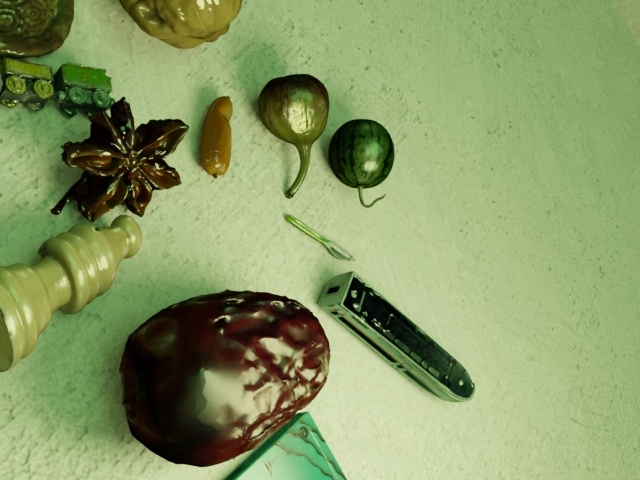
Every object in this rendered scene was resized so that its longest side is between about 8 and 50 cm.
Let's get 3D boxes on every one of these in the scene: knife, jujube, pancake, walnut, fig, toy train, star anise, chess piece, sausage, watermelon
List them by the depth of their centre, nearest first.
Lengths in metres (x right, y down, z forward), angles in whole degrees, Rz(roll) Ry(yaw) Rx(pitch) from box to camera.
[{"bbox_3d":[-0.383,0.056,1.236,0.139,0.124,0.307,57,42,-4],"label":"chess piece"},{"bbox_3d":[-0.148,0.208,1.306,0.377,0.258,0.258,-15,85,-57],"label":"jujube"},{"bbox_3d":[-0.324,-0.136,1.330,0.220,0.190,0.126,-2,36,-42],"label":"star anise"},{"bbox_3d":[-0.513,-0.406,1.333,0.250,0.031,0.250,19,60,-37],"label":"pancake"},{"bbox_3d":[-0.432,-0.250,1.333,0.202,0.060,0.081,3,66,-42],"label":"toy train"},{"bbox_3d":[-0.256,-0.476,1.464,0.257,0.224,0.257,4,79,-20],"label":"walnut"},{"bbox_3d":[-0.194,-0.196,1.536,0.062,0.054,0.183,52,35,-61],"label":"sausage"},{"bbox_3d":[-0.047,-0.207,1.632,0.149,0.149,0.245,-9,94,-44],"label":"fig"},{"bbox_3d":[0.000,0.000,1.665,0.184,0.026,0.022,35,15,-26],"label":"knife"},{"bbox_3d":[0.164,0.218,1.688,0.407,0.088,0.086,41,53,-25],"label":"toy train"},{"bbox_3d":[0.088,-0.162,1.722,0.141,0.141,0.187,12,71,-40],"label":"watermelon"}]

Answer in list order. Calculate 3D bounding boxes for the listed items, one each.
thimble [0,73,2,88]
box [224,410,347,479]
[{"bbox_3d":[-0.549,-0.296,1.130,0.172,0.205,0.236,-13,100,-27],"label":"thimble"},{"bbox_3d":[-0.060,0.430,1.436,0.226,0.042,0.161,-36,101,-44],"label":"box"}]
